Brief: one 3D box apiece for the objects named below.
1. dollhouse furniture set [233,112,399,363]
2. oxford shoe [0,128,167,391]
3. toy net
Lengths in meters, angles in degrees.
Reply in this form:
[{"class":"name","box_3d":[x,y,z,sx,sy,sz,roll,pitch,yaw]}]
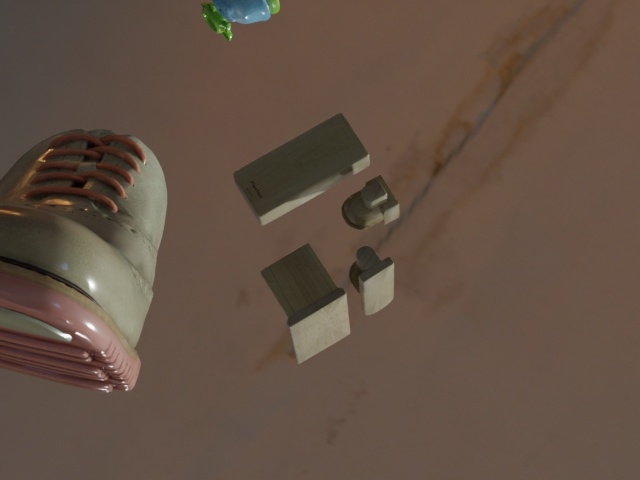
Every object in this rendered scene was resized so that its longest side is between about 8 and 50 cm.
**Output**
[{"class":"dollhouse furniture set","box_3d":[0.000,0.000,1.313,0.144,0.123,0.151,-30,-109,-8]},{"class":"oxford shoe","box_3d":[-0.153,-0.002,0.789,0.140,0.397,0.146,18,-96,-8]},{"class":"toy net","box_3d":[-0.131,-0.289,1.318,0.045,0.232,0.122,-40,-166,-11]}]
